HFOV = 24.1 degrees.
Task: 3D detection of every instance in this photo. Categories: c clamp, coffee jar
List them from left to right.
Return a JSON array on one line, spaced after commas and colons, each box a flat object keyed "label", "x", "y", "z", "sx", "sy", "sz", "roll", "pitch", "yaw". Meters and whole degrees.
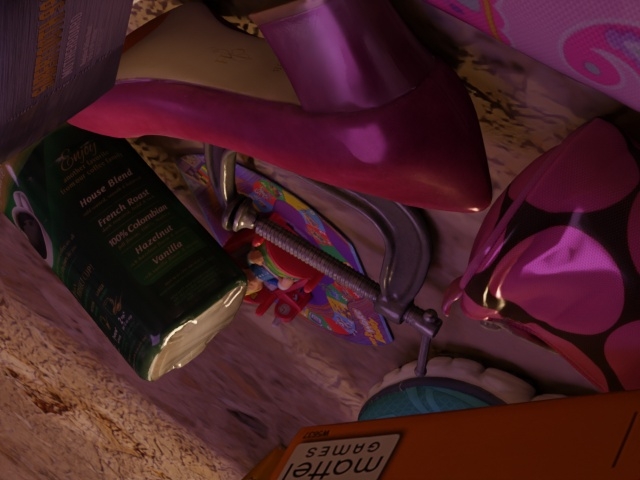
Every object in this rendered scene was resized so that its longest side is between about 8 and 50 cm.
[{"label": "coffee jar", "x": -0.128, "y": -0.012, "z": 0.878, "sx": 0.184, "sy": 0.079, "sz": 0.096, "roll": 48, "pitch": 157, "yaw": 9}, {"label": "c clamp", "x": 0.000, "y": 0.000, "z": 0.792, "sx": 0.161, "sy": 0.022, "sz": 0.137, "roll": 34, "pitch": 148, "yaw": 11}]

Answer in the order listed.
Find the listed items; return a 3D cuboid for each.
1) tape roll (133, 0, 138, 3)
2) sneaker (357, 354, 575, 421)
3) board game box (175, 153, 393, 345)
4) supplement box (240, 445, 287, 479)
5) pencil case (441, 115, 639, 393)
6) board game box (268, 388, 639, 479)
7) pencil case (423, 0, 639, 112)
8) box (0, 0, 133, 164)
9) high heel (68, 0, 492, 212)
[{"label": "tape roll", "x": -0.182, "y": -0.244, "z": 0.541, "sx": 0.392, "sy": 0.072, "sz": 0.392, "roll": 32, "pitch": 159, "yaw": 14}, {"label": "sneaker", "x": 0.103, "y": 0.137, "z": 0.813, "sx": 0.275, "sy": 0.110, "sz": 0.107, "roll": 8, "pitch": 144, "yaw": 54}, {"label": "board game box", "x": -0.029, "y": 0.020, "z": 0.891, "sx": 0.133, "sy": 0.033, "sz": 0.168, "roll": 25, "pitch": 156, "yaw": 32}, {"label": "supplement box", "x": -0.085, "y": 0.379, "z": 1.216, "sx": 0.195, "sy": 0.356, "sz": 0.194, "roll": 40, "pitch": 142, "yaw": -1}, {"label": "pencil case", "x": 0.151, "y": 0.046, "z": 0.567, "sx": 0.209, "sy": 0.098, "sz": 0.095, "roll": 37, "pitch": -165, "yaw": 4}, {"label": "board game box", "x": 0.143, "y": 0.289, "z": 0.464, "sx": 0.356, "sy": 0.356, "sz": 0.356, "roll": -13, "pitch": 121, "yaw": 38}, {"label": "pencil case", "x": 0.075, "y": -0.102, "z": 0.361, "sx": 0.284, "sy": 0.124, "sz": 0.124, "roll": 30, "pitch": 158, "yaw": 19}, {"label": "box", "x": -0.138, "y": -0.150, "z": 0.412, "sx": 0.231, "sy": 0.056, "sz": 0.183, "roll": 52, "pitch": 159, "yaw": 6}, {"label": "high heel", "x": -0.029, "y": -0.052, "z": 0.681, "sx": 0.244, "sy": 0.082, "sz": 0.117, "roll": -10, "pitch": 119, "yaw": 47}]
